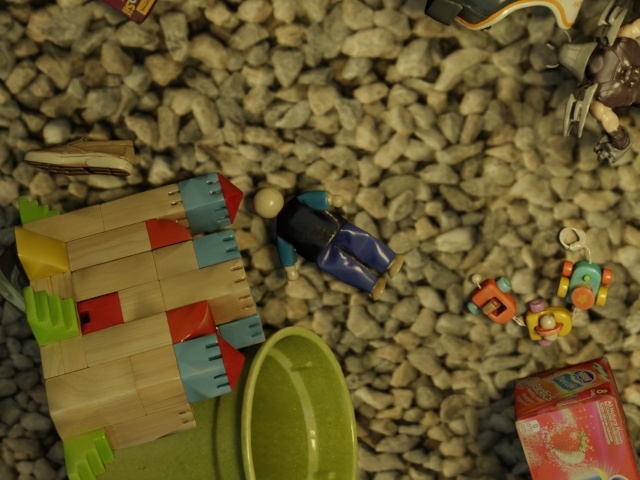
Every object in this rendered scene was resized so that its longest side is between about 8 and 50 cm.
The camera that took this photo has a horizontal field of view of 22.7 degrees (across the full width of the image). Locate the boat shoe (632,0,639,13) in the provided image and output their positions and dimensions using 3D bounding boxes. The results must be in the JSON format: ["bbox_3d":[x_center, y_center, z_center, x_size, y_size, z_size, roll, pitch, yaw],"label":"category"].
[{"bbox_3d":[0.475,-0.257,1.625,0.307,0.111,0.104,7,102,-16],"label":"boat shoe"}]

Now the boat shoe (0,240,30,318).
[{"bbox_3d":[-0.308,0.085,1.969,0.223,0.080,0.073,41,120,-5],"label":"boat shoe"}]

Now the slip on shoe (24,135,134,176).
[{"bbox_3d":[-0.286,-0.103,1.900,0.135,0.051,0.041,3,76,18],"label":"slip on shoe"}]

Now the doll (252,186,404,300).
[{"bbox_3d":[0.000,0.000,1.890,0.189,0.046,0.129,34,115,-6],"label":"doll"}]

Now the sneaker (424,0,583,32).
[{"bbox_3d":[0.128,-0.289,1.686,0.321,0.126,0.127,7,110,5],"label":"sneaker"}]

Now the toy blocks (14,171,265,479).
[{"bbox_3d":[-0.187,0.078,1.812,0.261,0.381,0.190,-15,138,-3],"label":"toy blocks"}]

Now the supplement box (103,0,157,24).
[{"bbox_3d":[-0.221,-0.291,1.796,0.083,0.043,0.055,32,115,-6],"label":"supplement box"}]

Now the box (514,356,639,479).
[{"bbox_3d":[0.322,0.287,1.903,0.123,0.128,0.256,-16,105,12],"label":"box"}]

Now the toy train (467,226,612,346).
[{"bbox_3d":[0.259,0.064,1.872,0.166,0.046,0.125,-36,104,24],"label":"toy train"}]

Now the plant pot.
[{"bbox_3d":[-0.127,0.254,1.935,0.254,0.276,0.276,-9,113,27],"label":"plant pot"}]

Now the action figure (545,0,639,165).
[{"bbox_3d":[0.370,-0.155,1.707,0.285,0.099,0.185,20,103,-9],"label":"action figure"}]
